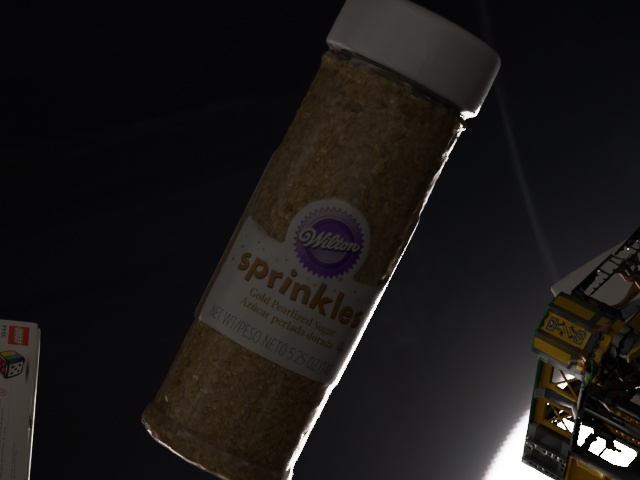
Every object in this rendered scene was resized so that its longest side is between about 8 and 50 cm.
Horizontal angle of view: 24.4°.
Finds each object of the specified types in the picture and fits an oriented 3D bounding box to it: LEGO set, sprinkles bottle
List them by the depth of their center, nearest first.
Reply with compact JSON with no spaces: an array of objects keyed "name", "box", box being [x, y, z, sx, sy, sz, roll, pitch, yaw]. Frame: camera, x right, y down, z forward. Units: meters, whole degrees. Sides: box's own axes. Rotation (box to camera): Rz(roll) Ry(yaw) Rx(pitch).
[{"name":"sprinkles bottle","box":[0.000,0.000,1.067,0.355,0.121,0.121,-64,-159,3]},{"name":"LEGO set","box":[0.340,0.116,1.373,0.192,0.331,0.255,27,-54,27]}]

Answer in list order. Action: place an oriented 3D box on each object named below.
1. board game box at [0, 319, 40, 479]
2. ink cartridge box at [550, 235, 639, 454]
[{"name":"board game box","box":[-0.315,0.221,1.377,0.305,0.053,0.193,125,-31,-56]},{"name":"ink cartridge box","box":[0.419,0.182,1.765,0.226,0.131,0.306,47,15,-44]}]
